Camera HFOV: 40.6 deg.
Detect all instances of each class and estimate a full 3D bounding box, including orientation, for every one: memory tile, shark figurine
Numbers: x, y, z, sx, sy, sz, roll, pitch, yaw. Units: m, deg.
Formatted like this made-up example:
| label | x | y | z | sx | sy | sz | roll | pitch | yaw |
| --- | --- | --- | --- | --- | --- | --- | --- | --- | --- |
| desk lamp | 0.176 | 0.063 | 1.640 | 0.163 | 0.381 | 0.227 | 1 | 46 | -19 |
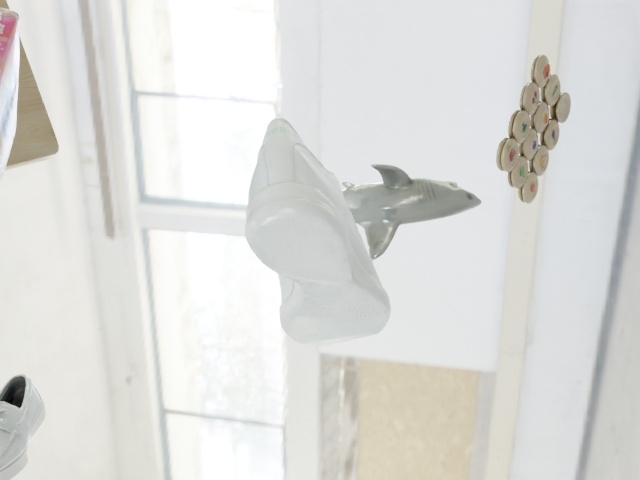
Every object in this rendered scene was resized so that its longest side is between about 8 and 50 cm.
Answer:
| label | x | y | z | sx | sy | sz | roll | pitch | yaw |
| --- | --- | --- | --- | --- | --- | --- | --- | --- | --- |
| memory tile | 0.243 | -0.124 | 0.977 | 0.113 | 0.012 | 0.148 | 43 | -114 | -49 |
| shark figurine | 0.061 | -0.024 | 1.192 | 0.166 | 0.278 | 0.116 | 18 | -112 | -48 |

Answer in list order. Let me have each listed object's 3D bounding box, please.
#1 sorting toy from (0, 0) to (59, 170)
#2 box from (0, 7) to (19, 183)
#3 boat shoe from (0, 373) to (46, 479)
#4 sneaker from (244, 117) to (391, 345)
| label | x | y | z | sx | sy | sz | roll | pitch | yaw |
| --- | --- | --- | --- | --- | --- | --- | --- | --- | --- |
| sorting toy | -0.446 | -0.170 | 0.908 | 0.089 | 0.257 | 0.256 | -17 | 93 | 63 |
| box | -0.326 | -0.084 | 0.526 | 0.123 | 0.256 | 0.128 | 115 | 160 | -48 |
| boat shoe | -0.355 | 0.210 | 0.974 | 0.184 | 0.066 | 0.063 | -81 | -22 | -70 |
| sneaker | 0.000 | 0.000 | 0.597 | 0.212 | 0.080 | 0.094 | 73 | -171 | -58 |
